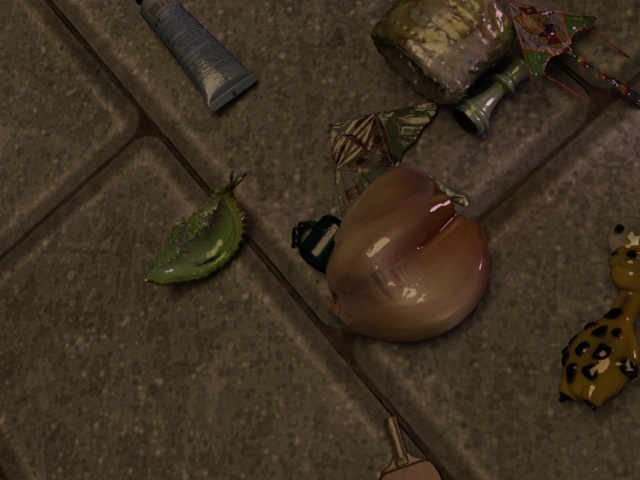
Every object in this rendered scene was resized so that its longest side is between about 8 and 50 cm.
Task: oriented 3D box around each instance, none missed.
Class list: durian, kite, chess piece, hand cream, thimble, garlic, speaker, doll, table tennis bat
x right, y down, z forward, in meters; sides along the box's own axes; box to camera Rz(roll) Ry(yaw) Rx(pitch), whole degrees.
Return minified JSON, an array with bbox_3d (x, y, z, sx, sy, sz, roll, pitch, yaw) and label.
[{"bbox_3d":[-0.165,-0.011,1.414,0.086,0.100,0.215,43,94,24],"label":"durian"},{"bbox_3d":[0.106,-0.106,1.407,0.250,0.012,0.229,32,86,26],"label":"kite"},{"bbox_3d":[0.253,-0.217,1.376,0.149,0.059,0.059,-46,63,-6],"label":"chess piece"},{"bbox_3d":[-0.212,-0.317,1.574,0.091,0.058,0.271,-37,66,-10],"label":"hand cream"},{"bbox_3d":[0.176,-0.285,1.375,0.143,0.137,0.190,-42,50,-2],"label":"thimble"},{"bbox_3d":[0.109,0.031,1.293,0.217,0.110,0.228,43,87,12],"label":"garlic"},{"bbox_3d":[0.002,0.002,1.385,0.075,0.060,0.094,-52,29,-6],"label":"speaker"},{"bbox_3d":[0.347,-0.246,1.319,0.244,0.006,0.198,39,55,4],"label":"kite"},{"bbox_3d":[0.377,0.075,1.206,0.117,0.086,0.291,12,71,53],"label":"doll"},{"bbox_3d":[0.110,0.302,1.253,0.087,0.013,0.156,-22,66,12],"label":"table tennis bat"}]
